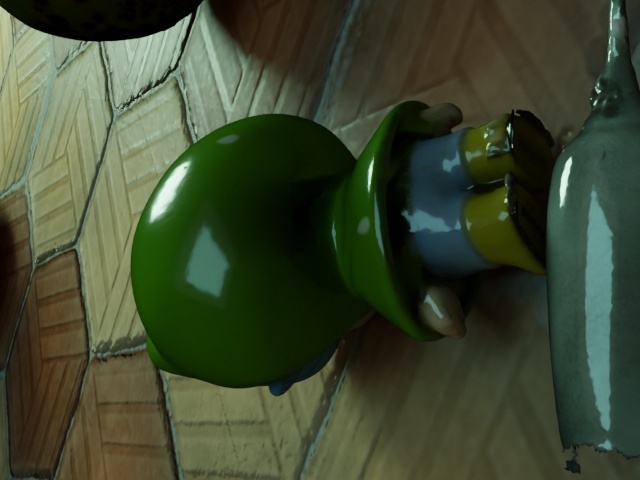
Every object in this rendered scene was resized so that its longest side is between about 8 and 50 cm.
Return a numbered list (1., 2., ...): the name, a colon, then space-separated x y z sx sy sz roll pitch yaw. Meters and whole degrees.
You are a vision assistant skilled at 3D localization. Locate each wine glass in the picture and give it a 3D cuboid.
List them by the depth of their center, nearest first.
1. wine glass: 0.124 -0.036 0.355 0.074 0.074 0.262 -12 73 53

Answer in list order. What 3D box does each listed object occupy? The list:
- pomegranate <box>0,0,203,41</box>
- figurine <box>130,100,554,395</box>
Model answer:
1. pomegranate: -0.201 -0.309 0.740 0.242 0.242 0.306 -56 38 29
2. figurine: 0.000 0.000 0.465 0.263 0.143 0.162 -16 64 39
